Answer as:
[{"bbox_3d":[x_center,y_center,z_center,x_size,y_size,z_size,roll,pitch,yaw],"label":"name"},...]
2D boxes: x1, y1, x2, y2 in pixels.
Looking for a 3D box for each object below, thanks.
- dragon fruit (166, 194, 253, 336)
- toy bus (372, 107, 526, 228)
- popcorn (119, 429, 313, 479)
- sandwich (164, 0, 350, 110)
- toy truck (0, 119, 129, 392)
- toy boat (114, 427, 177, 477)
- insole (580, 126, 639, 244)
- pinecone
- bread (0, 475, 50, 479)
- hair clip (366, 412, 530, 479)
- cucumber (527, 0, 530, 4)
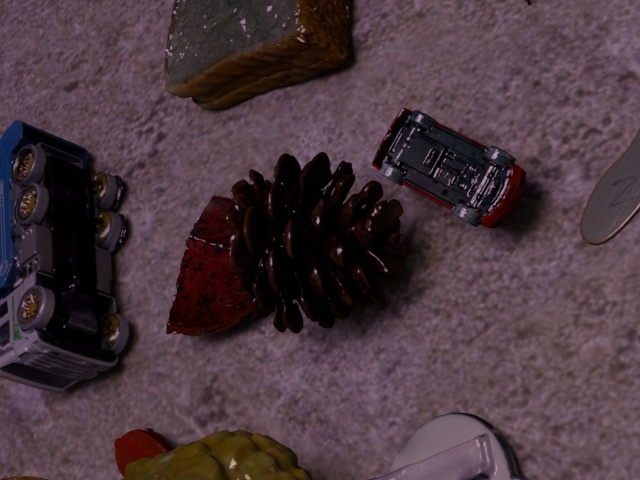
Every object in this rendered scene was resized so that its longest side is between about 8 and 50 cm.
[{"bbox_3d":[-0.108,0.041,1.934,0.127,0.120,0.161,23,118,7],"label":"dragon fruit"},{"bbox_3d":[0.146,-0.069,1.734,0.195,0.089,0.081,31,93,46],"label":"toy bus"},{"bbox_3d":[-0.121,0.324,1.705,0.258,0.224,0.270,12,73,37],"label":"popcorn"},{"bbox_3d":[-0.079,-0.329,2.058,0.271,0.099,0.301,-15,62,37],"label":"sandwich"},{"bbox_3d":[-0.353,0.017,2.115,0.175,0.146,0.367,-36,47,34],"label":"toy truck"},{"bbox_3d":[-0.186,0.264,1.906,0.173,0.059,0.069,23,86,52],"label":"toy boat"},{"bbox_3d":[0.318,-0.078,1.643,0.064,0.004,0.188,34,95,44],"label":"insole"},{"bbox_3d":[0.000,0.000,1.769,0.208,0.208,0.208,-19,59,35],"label":"pinecone"},{"bbox_3d":[-0.374,0.417,1.931,0.305,0.159,0.305,-18,61,35],"label":"bread"},{"bbox_3d":[0.112,0.245,1.649,0.220,0.054,0.140,-26,50,28],"label":"hair clip"},{"bbox_3d":[0.267,-0.330,1.781,0.163,0.043,0.039,-49,65,11],"label":"cucumber"}]
